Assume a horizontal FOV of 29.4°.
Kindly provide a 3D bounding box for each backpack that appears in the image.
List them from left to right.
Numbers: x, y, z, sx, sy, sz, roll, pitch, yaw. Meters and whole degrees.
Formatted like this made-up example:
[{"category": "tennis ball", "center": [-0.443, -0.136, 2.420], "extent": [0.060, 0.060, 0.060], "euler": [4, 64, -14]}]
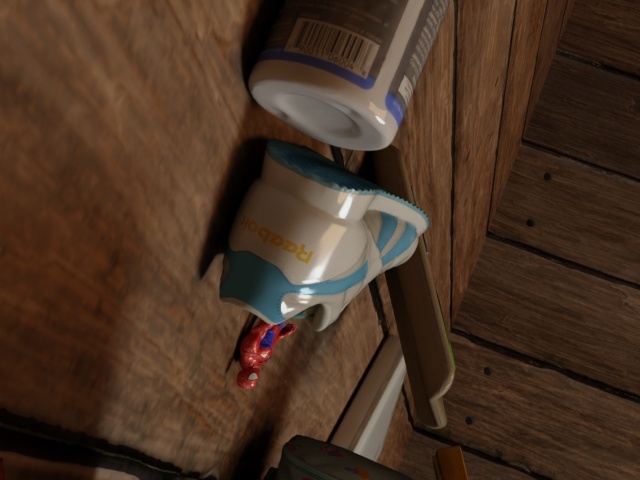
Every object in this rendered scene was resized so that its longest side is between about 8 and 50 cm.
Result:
[{"category": "backpack", "center": [0.008, 0.239, 0.942], "extent": [0.188, 0.166, 0.144], "euler": [-28, 140, -76]}]

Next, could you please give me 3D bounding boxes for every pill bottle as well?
[{"category": "pill bottle", "center": [0.024, -0.121, 0.607], "extent": [0.078, 0.078, 0.137], "euler": [73, 38, -73]}]

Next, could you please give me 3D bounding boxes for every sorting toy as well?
[{"category": "sorting toy", "center": [0.096, 0.091, 1.044], "extent": [0.229, 0.041, 0.307], "euler": [78, 0, -74]}]

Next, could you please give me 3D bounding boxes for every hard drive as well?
[{"category": "hard drive", "center": [0.034, 0.278, 1.506], "extent": [0.307, 0.040, 0.203], "euler": [-53, 160, -56]}]

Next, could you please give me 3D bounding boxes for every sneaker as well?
[{"category": "sneaker", "center": [0.000, 0.000, 0.726], "extent": [0.092, 0.087, 0.229], "euler": [-64, 163, 6]}]

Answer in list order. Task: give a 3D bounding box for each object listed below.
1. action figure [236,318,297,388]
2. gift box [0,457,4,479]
[{"category": "action figure", "center": [-0.028, 0.050, 0.804], "extent": [0.038, 0.030, 0.115], "euler": [103, 13, -56]}, {"category": "gift box", "center": [-0.039, 0.224, 0.477], "extent": [0.255, 0.258, 0.276], "euler": [33, 57, -77]}]
